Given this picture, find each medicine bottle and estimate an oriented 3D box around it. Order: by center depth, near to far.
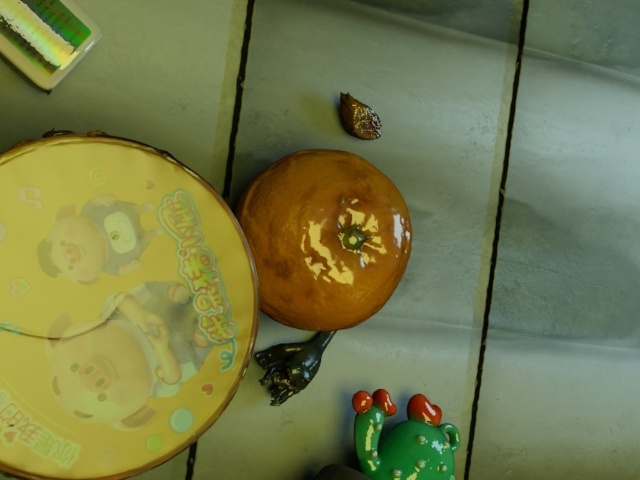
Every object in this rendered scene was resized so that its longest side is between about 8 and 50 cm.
[{"bbox_3d":[-0.393,-0.300,1.088,0.219,0.078,0.115,44,76,-21],"label":"medicine bottle"}]

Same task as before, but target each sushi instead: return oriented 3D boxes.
[{"bbox_3d":[0.059,-0.188,1.336,0.050,0.047,0.099,-40,126,-7],"label":"sushi"}]

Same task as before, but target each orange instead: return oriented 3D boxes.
[{"bbox_3d":[0.000,0.000,1.213,0.261,0.261,0.260,-1,93,-26],"label":"orange"}]

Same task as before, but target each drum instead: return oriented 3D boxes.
[{"bbox_3d":[-0.303,0.074,1.077,0.431,0.214,0.430,-1,92,-26],"label":"drum"}]

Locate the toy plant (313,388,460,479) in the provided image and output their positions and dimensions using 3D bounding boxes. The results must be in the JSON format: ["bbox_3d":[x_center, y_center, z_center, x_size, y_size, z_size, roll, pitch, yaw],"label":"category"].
[{"bbox_3d":[0.089,0.408,1.302,0.279,0.185,0.400,40,51,13],"label":"toy plant"}]

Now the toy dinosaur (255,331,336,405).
[{"bbox_3d":[-0.002,0.178,1.264,0.179,0.187,0.087,-21,105,3],"label":"toy dinosaur"}]
